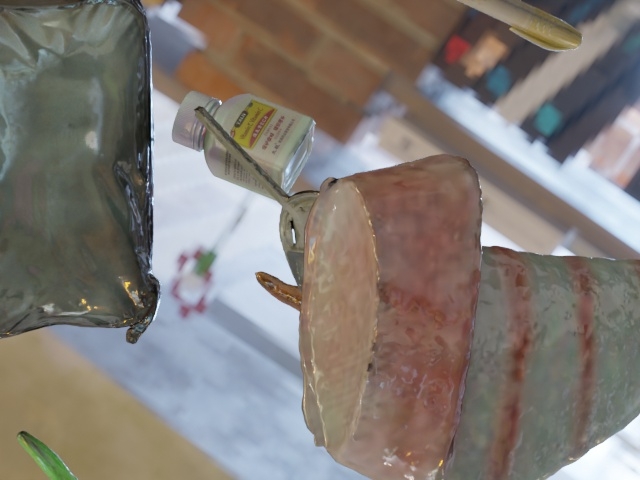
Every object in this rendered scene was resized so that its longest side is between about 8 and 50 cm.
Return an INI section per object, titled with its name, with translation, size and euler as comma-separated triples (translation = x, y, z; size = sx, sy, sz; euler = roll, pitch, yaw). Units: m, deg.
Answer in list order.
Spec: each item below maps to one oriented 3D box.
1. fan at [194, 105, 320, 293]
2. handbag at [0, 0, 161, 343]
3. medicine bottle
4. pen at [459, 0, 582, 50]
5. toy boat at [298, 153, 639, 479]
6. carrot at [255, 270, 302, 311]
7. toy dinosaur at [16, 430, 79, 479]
[fan]
translation = 0.023, 0.010, 1.663
size = 0.223, 0.012, 0.294
euler = 6, 132, 54
[handbag]
translation = -0.240, -0.060, 1.757
size = 0.191, 0.332, 0.075
euler = -5, -163, -13
[medicine bottle]
translation = -0.072, -0.093, 1.810
size = 0.118, 0.055, 0.074
euler = 22, -126, 12
[pen]
translation = 0.200, -0.272, 2.304
size = 0.233, 0.040, 0.032
euler = 22, -178, -13
[toy boat]
translation = 0.127, 0.056, 1.153
size = 0.282, 0.206, 0.096
euler = 2, 172, -31
[carrot]
translation = -0.009, 0.080, 2.442
size = 0.165, 0.036, 0.036
euler = 28, -164, -6
[toy dinosaur]
translation = -0.202, 0.305, 2.012
size = 0.500, 0.144, 0.374
euler = 59, 165, -27
